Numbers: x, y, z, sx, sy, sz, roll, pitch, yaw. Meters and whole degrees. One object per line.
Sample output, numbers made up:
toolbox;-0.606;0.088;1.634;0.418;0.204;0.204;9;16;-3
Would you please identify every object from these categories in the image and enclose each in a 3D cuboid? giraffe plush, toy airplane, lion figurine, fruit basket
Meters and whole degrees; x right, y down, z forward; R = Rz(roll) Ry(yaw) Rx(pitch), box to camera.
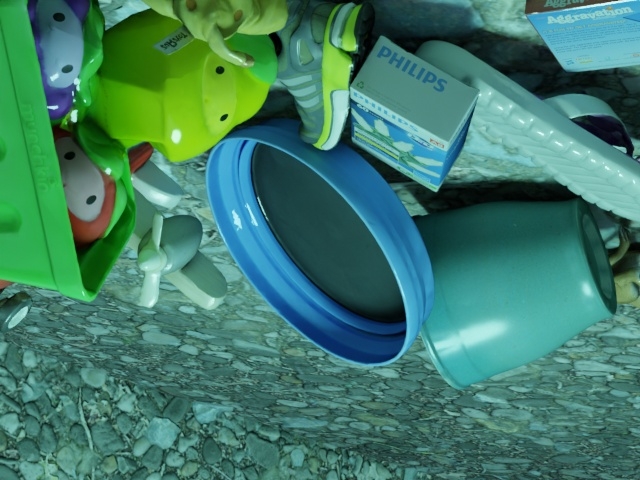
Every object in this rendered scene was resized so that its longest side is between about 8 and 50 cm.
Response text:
giraffe plush;-0.098;-0.299;1.438;0.181;0.210;0.170;23;124;-6
toy airplane;-0.315;-0.086;1.832;0.386;0.384;0.272;5;145;-22
lion figurine;0.547;0.089;2.268;0.392;0.142;0.240;33;158;-22
fruit basket;-0.233;-0.148;1.551;0.392;0.392;0.283;7;-156;4

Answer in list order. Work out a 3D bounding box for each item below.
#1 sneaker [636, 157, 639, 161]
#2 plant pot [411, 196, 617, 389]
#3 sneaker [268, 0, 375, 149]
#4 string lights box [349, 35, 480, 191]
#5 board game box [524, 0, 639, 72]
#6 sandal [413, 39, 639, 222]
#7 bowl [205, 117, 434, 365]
sneaker;0.473;-0.089;1.892;0.119;0.057;0.047;-15;148;43
plant pot;0.290;0.058;2.091;0.255;0.271;0.272;-17;151;20
sneaker;-0.009;-0.210;1.715;0.121;0.111;0.300;20;156;4
string lights box;0.110;-0.149;1.718;0.133;0.076;0.259;30;172;7
board game box;0.382;-0.242;1.561;0.281;0.027;0.145;-4;158;28
sandal;0.303;-0.144;1.735;0.416;0.102;0.169;30;172;-21
bowl;0.000;0.000;1.985;0.391;0.077;0.391;35;148;26
